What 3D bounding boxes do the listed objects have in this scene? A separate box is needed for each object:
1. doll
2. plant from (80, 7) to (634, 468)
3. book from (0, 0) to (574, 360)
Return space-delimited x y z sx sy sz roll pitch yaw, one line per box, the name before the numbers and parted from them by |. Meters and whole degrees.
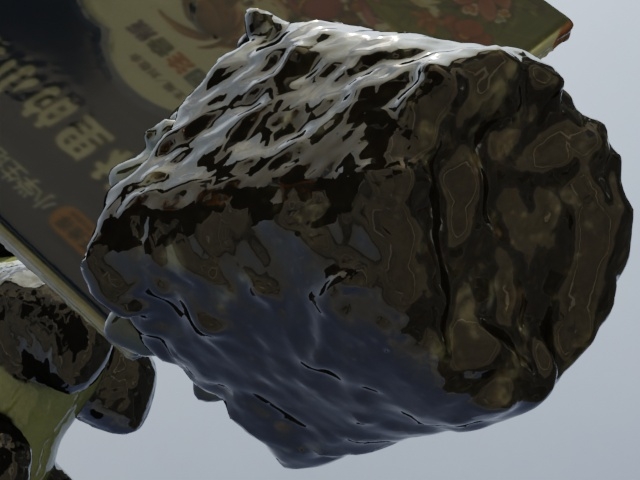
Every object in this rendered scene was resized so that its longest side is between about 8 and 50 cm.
doll | -0.199 0.115 1.077 0.135 0.143 0.234 19 -108 18
plant | 0.000 0.000 0.603 0.129 0.194 0.132 49 -119 -25
book | -0.054 -0.099 0.893 0.228 0.018 0.322 39 -125 19
